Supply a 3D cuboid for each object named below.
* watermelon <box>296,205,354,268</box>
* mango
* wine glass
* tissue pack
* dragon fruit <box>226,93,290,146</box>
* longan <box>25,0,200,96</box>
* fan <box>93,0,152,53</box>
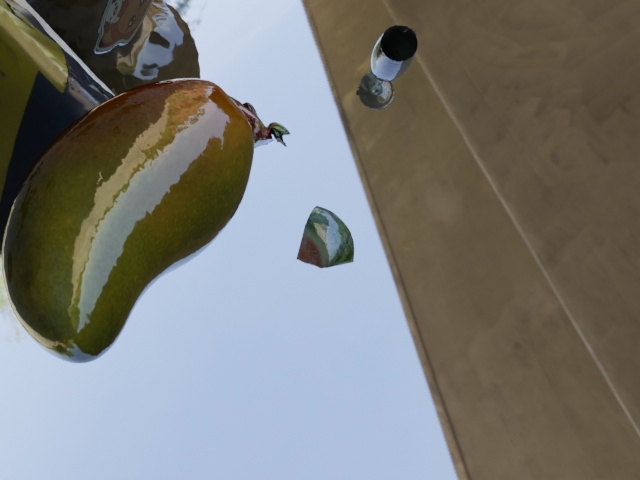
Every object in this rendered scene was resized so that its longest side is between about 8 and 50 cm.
[{"bbox_3d":[0.000,-0.001,0.934,0.072,0.084,0.092,-24,-104,16],"label":"watermelon"},{"bbox_3d":[-0.149,-0.036,0.543,0.129,0.146,0.289,-7,-155,25],"label":"mango"},{"bbox_3d":[0.097,-0.249,0.998,0.066,0.066,0.198,-62,-178,-7],"label":"wine glass"},{"bbox_3d":[-0.479,-0.205,1.004,0.264,0.416,0.253,-42,-176,6],"label":"tissue pack"},{"bbox_3d":[-0.148,-0.162,0.967,0.142,0.175,0.138,-49,-166,-30],"label":"dragon fruit"},{"bbox_3d":[-0.422,-0.344,1.363,0.391,0.391,0.391,-33,-139,33],"label":"longan"},{"bbox_3d":[-0.220,-0.304,0.856,0.132,0.009,0.220,-56,-175,31],"label":"fan"}]
